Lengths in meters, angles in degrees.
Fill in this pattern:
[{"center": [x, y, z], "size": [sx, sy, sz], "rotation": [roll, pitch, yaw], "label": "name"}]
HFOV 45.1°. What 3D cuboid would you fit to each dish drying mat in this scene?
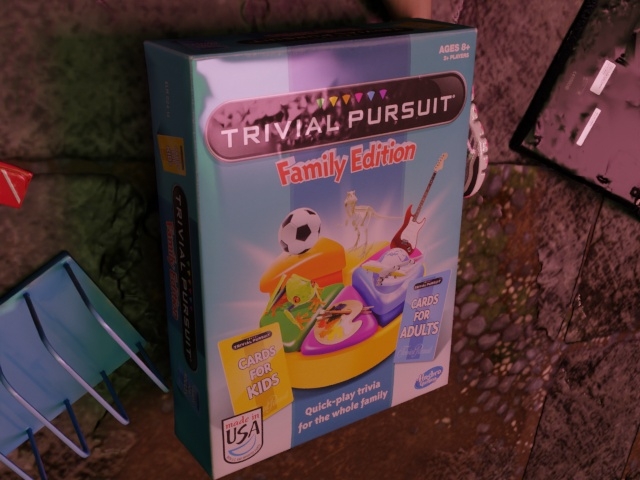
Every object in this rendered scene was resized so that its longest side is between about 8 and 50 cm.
[{"center": [-0.261, -0.049, 0.574], "size": [0.083, 0.008, 0.032], "rotation": [19, 102, -36], "label": "dish drying mat"}]

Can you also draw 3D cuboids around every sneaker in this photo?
[{"center": [0.109, -0.114, 0.736], "size": [0.075, 0.063, 0.170], "rotation": [-25, 118, -20], "label": "sneaker"}]

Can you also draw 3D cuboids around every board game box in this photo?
[{"center": [0.000, 0.000, 0.637], "size": [0.254, 0.079, 0.336], "rotation": [-15, 118, -31], "label": "board game box"}]

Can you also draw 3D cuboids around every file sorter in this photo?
[{"center": [-0.227, 0.119, 0.613], "size": [0.170, 0.104, 0.118], "rotation": [-38, 126, -10], "label": "file sorter"}]

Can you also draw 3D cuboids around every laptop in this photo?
[{"center": [0.366, -0.161, 0.900], "size": [0.264, 0.136, 0.234], "rotation": [25, 98, -11], "label": "laptop"}]

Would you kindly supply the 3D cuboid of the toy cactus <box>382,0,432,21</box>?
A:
[{"center": [0.051, -0.249, 0.631], "size": [0.219, 0.112, 0.180], "rotation": [-42, 146, -11], "label": "toy cactus"}]
